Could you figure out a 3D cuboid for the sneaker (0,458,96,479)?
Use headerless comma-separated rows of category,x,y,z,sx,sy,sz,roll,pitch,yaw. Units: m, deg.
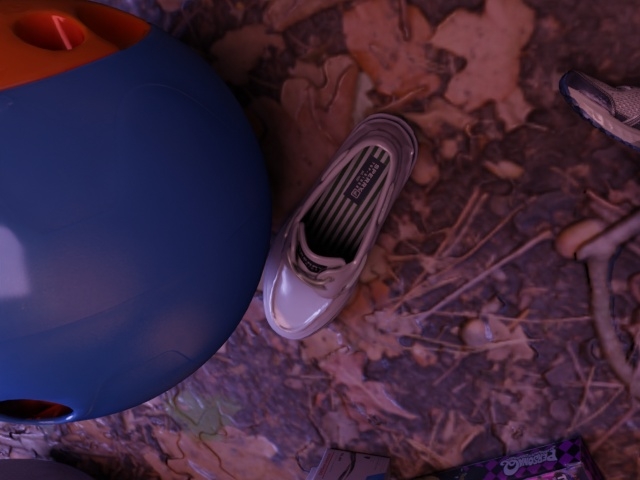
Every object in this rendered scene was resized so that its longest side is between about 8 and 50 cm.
sneaker,-0.286,0.359,0.712,0.295,0.104,0.147,17,94,9

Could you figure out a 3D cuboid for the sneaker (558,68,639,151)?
sneaker,0.224,-0.086,0.410,0.135,0.052,0.058,27,110,-2

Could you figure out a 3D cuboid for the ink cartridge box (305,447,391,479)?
ink cartridge box,0.023,0.231,0.601,0.083,0.048,0.028,2,111,18

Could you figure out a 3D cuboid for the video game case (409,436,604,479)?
video game case,0.191,0.309,0.576,0.210,0.042,0.232,-27,100,28

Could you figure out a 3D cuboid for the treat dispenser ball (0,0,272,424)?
treat dispenser ball,-0.178,-0.020,0.438,0.288,0.288,0.288,7,113,17

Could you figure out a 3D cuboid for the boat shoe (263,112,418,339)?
boat shoe,0.000,0.000,0.503,0.083,0.076,0.226,28,117,8
